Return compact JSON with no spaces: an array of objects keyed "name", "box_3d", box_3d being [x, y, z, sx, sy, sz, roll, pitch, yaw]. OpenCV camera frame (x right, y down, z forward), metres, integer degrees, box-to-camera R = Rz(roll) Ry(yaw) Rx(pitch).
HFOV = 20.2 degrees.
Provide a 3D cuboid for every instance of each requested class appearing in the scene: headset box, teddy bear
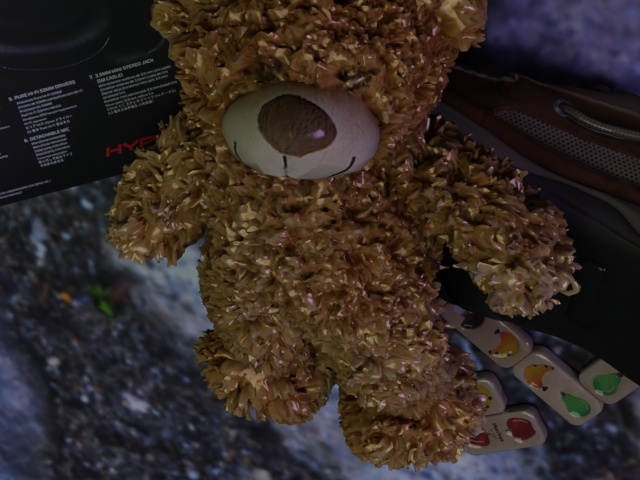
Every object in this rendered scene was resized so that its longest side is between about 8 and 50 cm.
[{"name":"headset box","box_3d":[-0.189,-0.169,0.940,0.218,0.110,0.293,-15,121,3]},{"name":"teddy bear","box_3d":[0.000,0.000,0.906,0.245,0.113,0.338,34,142,10]}]

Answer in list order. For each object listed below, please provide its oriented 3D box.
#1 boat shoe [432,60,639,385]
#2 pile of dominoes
[{"name":"boat shoe","box_3d":[0.132,-0.022,0.956,0.324,0.120,0.122,31,141,14]},{"name":"pile of dominoes","box_3d":[0.072,0.035,1.073,0.251,0.040,0.196,40,130,-8]}]
